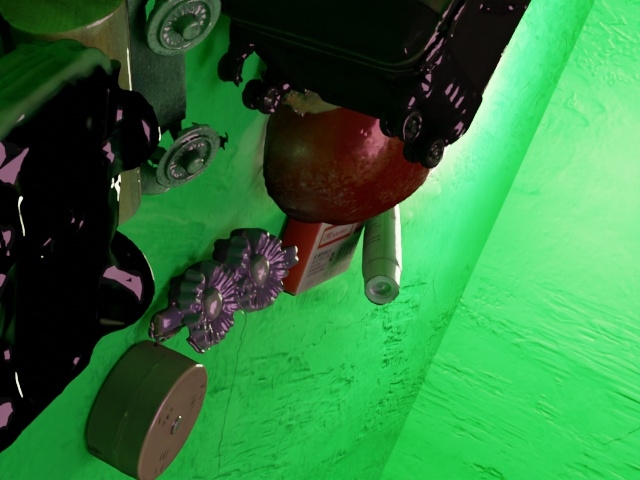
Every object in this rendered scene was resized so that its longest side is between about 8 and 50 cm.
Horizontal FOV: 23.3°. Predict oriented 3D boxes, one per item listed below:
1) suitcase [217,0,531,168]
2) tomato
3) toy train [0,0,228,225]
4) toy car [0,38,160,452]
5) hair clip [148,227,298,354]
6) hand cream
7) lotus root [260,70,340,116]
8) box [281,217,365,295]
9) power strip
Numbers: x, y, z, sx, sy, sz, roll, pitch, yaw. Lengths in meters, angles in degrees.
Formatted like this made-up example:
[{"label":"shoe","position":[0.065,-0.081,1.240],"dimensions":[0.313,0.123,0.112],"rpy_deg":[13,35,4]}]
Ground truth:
[{"label":"suitcase","position":[0.087,-0.313,1.548],"dimensions":[0.433,0.283,0.194],"rpy_deg":[-61,146,-11]},{"label":"tomato","position":[0.072,-0.147,1.925],"dimensions":[0.338,0.144,0.338],"rpy_deg":[-43,146,-39]},{"label":"toy train","position":[-0.182,-0.133,1.271],"dimensions":[0.190,0.126,0.307],"rpy_deg":[-23,148,-19]},{"label":"toy car","position":[-0.248,0.020,1.152],"dimensions":[0.213,0.176,0.358],"rpy_deg":[-49,154,-48]},{"label":"hair clip","position":[-0.113,0.052,1.832],"dimensions":[0.292,0.085,0.106],"rpy_deg":[-37,121,-56]},{"label":"hand cream","position":[0.088,-0.020,2.276],"dimensions":[0.331,0.058,0.085],"rpy_deg":[-89,-172,-57]},{"label":"lotus root","position":[0.008,-0.201,1.732],"dimensions":[0.144,0.070,0.143],"rpy_deg":[-49,119,-3]},{"label":"box","position":[0.000,0.000,2.165],"dimensions":[0.229,0.050,0.123],"rpy_deg":[-24,135,-67]},{"label":"power strip","position":[-0.194,0.192,1.760],"dimensions":[0.154,0.078,0.154],"rpy_deg":[-56,161,-29]}]
